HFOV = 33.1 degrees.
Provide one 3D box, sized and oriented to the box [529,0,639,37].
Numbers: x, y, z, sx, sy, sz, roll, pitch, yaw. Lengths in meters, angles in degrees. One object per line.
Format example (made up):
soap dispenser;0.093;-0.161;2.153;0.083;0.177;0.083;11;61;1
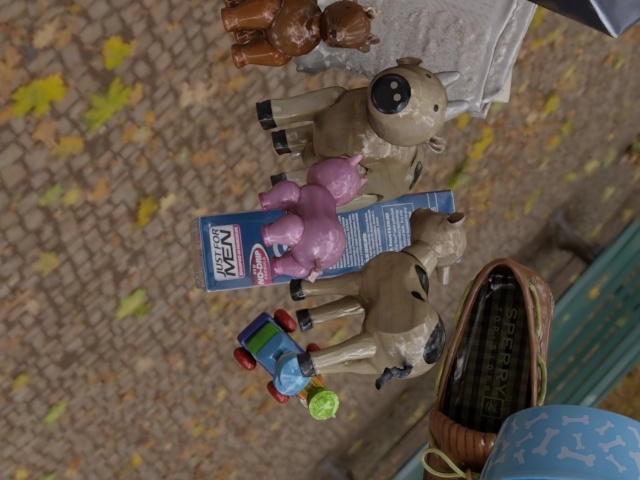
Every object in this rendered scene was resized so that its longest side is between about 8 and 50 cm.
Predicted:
box;0.161;-0.199;0.555;0.158;0.156;0.093;-37;113;5

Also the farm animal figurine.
farm animal figurine;0.042;-0.067;0.899;0.172;0.330;0.327;-12;-173;3

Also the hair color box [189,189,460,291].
hair color box;0.000;0.000;1.497;0.347;0.105;0.174;-7;180;-11

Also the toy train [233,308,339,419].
toy train;-0.013;0.225;1.626;0.105;0.143;0.248;-43;121;-4

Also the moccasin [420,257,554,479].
moccasin;0.175;0.207;1.123;0.147;0.139;0.380;34;70;-66

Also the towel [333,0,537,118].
towel;0.072;-0.245;1.062;0.187;0.282;0.049;-68;162;-5

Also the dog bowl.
dog bowl;0.240;0.232;0.917;0.297;0.166;0.074;51;44;-43

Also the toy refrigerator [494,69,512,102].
toy refrigerator;0.168;-0.298;1.235;0.094;0.102;0.269;-6;103;-63
